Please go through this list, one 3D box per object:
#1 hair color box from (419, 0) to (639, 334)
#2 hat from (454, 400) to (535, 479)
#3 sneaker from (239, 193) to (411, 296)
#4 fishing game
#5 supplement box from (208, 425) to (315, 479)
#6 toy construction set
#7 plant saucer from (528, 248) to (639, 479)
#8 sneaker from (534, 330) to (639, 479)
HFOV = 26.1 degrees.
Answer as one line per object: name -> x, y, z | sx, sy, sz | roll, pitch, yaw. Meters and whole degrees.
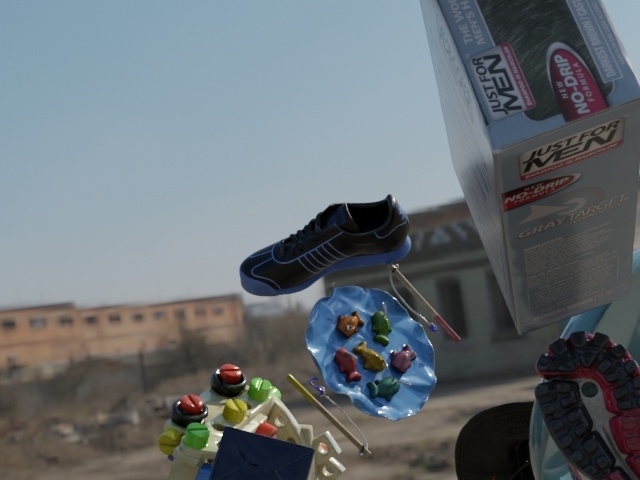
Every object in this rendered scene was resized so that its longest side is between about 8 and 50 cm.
hair color box -> 0.170, -0.082, 1.110 | 0.113, 0.185, 0.374 | -20, -25, 3
hat -> 0.338, 0.300, 1.857 | 0.331, 0.331, 0.134 | -11, 32, 32
sneaker -> 0.000, 0.000, 1.784 | 0.232, 0.081, 0.090 | -17, -44, 0
fishing game -> 0.069, 0.130, 1.697 | 0.264, 0.189, 0.041 | -39, -4, -44
supplement box -> -0.051, 0.210, 1.219 | 0.083, 0.056, 0.083 | 14, -22, 5
toy construction set -> -0.085, 0.272, 1.777 | 0.215, 0.151, 0.327 | 24, 12, 18
plant saucer -> 0.310, 0.135, 1.472 | 0.043, 0.318, 0.317 | 27, 15, 31
sneaker -> 0.282, 0.222, 1.194 | 0.121, 0.299, 0.112 | -20, -17, 10
